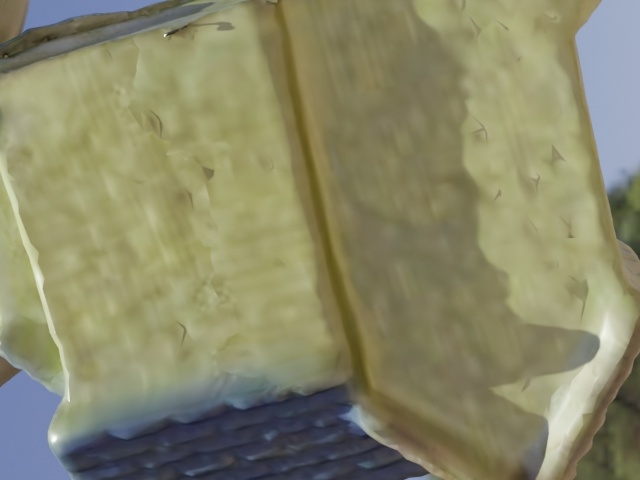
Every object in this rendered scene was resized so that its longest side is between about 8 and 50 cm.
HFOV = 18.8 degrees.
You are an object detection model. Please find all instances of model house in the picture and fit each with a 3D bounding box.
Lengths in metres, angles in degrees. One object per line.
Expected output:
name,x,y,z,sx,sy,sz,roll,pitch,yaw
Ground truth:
model house,0.000,0.000,0.904,0.261,0.321,0.266,-60,-46,-79

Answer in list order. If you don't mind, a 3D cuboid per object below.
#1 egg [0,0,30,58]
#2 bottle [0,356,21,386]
egg,-0.270,-0.181,1.152,0.242,0.186,0.186,67,-170,18
bottle,-0.274,0.088,1.131,0.097,0.209,0.110,55,-174,34
